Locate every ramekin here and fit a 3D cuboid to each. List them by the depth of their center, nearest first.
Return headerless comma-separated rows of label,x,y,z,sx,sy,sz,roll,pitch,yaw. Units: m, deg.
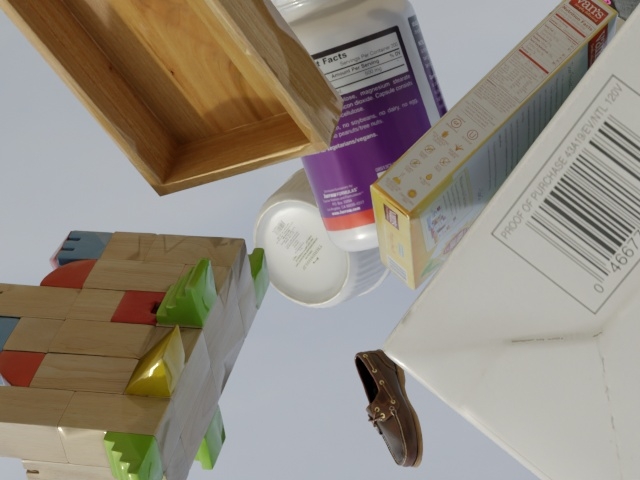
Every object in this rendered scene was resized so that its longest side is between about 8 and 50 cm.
ramekin,0.000,0.000,2.330,0.207,0.207,0.109,-2,-161,35

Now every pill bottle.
pill bottle,0.049,-0.162,1.866,0.181,0.323,0.181,-19,-173,2

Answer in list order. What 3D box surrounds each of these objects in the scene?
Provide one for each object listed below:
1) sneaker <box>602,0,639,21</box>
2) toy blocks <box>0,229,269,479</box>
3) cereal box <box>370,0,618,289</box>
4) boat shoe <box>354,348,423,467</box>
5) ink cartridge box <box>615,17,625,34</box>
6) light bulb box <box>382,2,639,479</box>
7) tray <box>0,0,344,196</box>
sneaker,0.324,-0.338,1.771,0.482,0.202,0.185,13,-141,-15
toy blocks,-0.229,0.114,1.591,0.260,0.191,0.381,3,-142,16
cereal box,0.142,-0.080,1.311,0.047,0.173,0.240,42,-103,18
boat shoe,0.101,0.261,2.503,0.073,0.073,0.207,4,-132,-26
ink cartridge box,0.361,-0.131,2.103,0.198,0.270,0.197,15,-144,17
light bulb box,0.278,-0.034,1.156,0.358,0.225,0.361,-54,172,26
tray,-0.172,-0.223,1.446,0.202,0.411,0.076,-14,-140,32
